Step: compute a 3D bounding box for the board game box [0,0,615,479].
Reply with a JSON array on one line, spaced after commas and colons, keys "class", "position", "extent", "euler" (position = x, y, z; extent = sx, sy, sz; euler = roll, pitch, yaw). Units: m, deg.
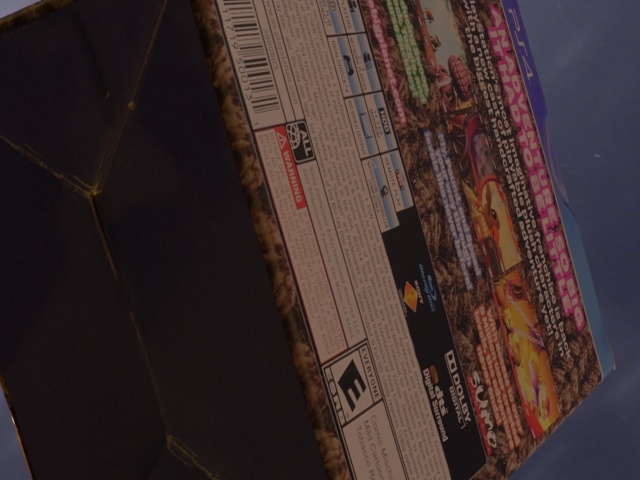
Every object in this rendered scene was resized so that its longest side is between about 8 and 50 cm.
[{"class": "board game box", "position": [0.000, 0.000, 0.548], "extent": [0.141, 0.291, 0.232], "euler": [-14, -86, 31]}]
